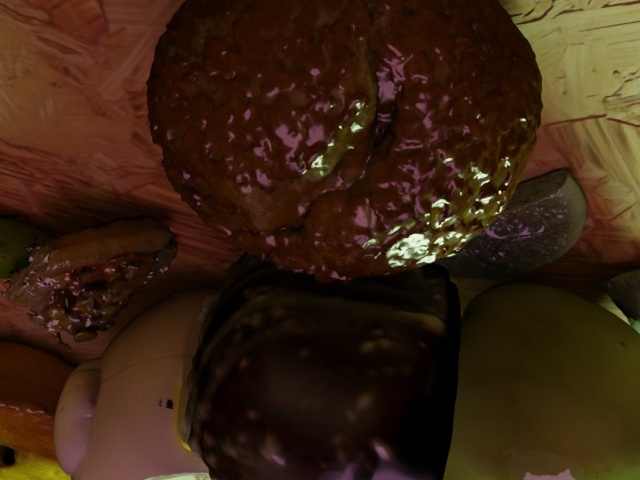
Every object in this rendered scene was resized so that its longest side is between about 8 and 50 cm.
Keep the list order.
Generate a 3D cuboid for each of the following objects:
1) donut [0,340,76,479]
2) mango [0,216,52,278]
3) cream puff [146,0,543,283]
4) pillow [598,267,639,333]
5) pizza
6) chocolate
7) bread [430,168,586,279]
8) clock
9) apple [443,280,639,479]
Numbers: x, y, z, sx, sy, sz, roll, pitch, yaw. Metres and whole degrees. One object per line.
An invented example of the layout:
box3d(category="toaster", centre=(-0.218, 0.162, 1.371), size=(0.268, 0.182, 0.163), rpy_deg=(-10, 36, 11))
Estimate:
box3d(category="donut", centre=(-0.394, 0.213, 1.545), size=(0.302, 0.110, 0.303), rpy_deg=(2, 145, 1))
box3d(category="mango", centre=(-0.310, 0.009, 1.289), size=(0.108, 0.056, 0.073), rpy_deg=(6, 150, -16))
box3d(category="cream puff", centre=(0.014, -0.081, 0.987), size=(0.303, 0.212, 0.303), rpy_deg=(8, 145, 5))
box3d(category="pillow", centre=(0.382, 0.087, 1.310), size=(0.148, 0.050, 0.230), rpy_deg=(-18, 138, 21))
box3d(category="pizza", centre=(-0.234, 0.052, 1.295), size=(0.147, 0.069, 0.226), rpy_deg=(-6, 153, -41))
box3d(category="chocolate", centre=(-0.010, 0.114, 1.113), size=(0.210, 0.340, 0.225), rpy_deg=(16, 111, -4))
box3d(category="bread", centre=(0.170, 0.003, 1.231), size=(0.193, 0.036, 0.112), rpy_deg=(-19, 139, 31))
box3d(category="clock", centre=(-0.107, 0.231, 1.409), size=(0.368, 0.251, 0.377), rpy_deg=(14, 137, -13))
box3d(category="apple", centre=(0.208, 0.169, 1.265), size=(0.262, 0.262, 0.262), rpy_deg=(4, 145, 3))
